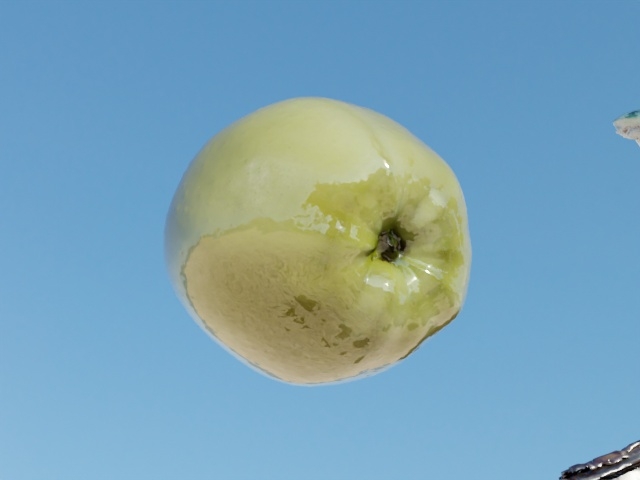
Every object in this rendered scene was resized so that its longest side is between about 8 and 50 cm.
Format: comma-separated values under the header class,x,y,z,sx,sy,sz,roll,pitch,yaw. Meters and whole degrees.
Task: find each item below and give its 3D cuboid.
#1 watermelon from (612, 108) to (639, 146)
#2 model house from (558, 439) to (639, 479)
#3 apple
class,x,y,z,sx,sy,sz,roll,pitch,yaw
watermelon,0.302,-0.087,1.220,0.085,0.061,0.085,5,13,-1
model house,0.332,0.364,1.504,0.282,0.297,0.317,19,-42,-2
apple,0.000,0.000,0.862,0.200,0.200,0.200,2,-28,1
